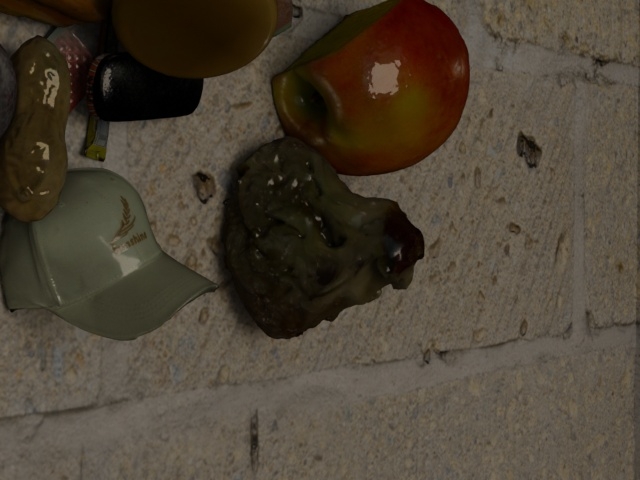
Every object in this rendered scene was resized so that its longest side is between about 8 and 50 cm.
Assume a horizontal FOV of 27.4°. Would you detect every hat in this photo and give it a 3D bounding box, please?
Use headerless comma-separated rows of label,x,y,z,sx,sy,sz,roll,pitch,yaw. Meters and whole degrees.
hat,-0.291,0.012,1.869,0.258,0.301,0.168,-37,141,-44

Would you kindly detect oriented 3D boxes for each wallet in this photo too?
wallet,-0.399,-0.218,1.896,0.103,0.020,0.196,50,56,-26

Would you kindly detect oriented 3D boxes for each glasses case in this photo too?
glasses case,-0.264,-0.237,2.004,0.266,0.067,0.103,-14,111,-60

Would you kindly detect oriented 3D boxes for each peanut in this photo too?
peanut,-0.393,-0.155,1.804,0.101,0.117,0.263,12,72,-30

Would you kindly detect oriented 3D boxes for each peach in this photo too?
peach,0.128,-0.273,2.363,0.380,0.242,0.306,-40,116,-42

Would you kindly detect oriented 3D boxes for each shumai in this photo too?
shumai,0.002,0.000,2.186,0.217,0.283,0.346,15,82,-51

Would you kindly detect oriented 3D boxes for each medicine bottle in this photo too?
medicine bottle,-0.185,-0.399,1.930,0.238,0.237,0.232,40,34,-43

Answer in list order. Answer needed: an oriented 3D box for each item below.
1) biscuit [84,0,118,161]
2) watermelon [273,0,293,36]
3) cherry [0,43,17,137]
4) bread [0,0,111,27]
biscuit,-0.323,-0.266,1.989,0.048,0.026,0.292,13,82,-53
watermelon,-0.128,-0.387,2.176,0.231,0.128,0.146,-31,143,-30
cherry,-0.484,-0.185,1.689,0.195,0.195,0.195,-2,93,-50
bread,-0.443,-0.406,1.784,0.380,0.109,0.185,7,74,-52
